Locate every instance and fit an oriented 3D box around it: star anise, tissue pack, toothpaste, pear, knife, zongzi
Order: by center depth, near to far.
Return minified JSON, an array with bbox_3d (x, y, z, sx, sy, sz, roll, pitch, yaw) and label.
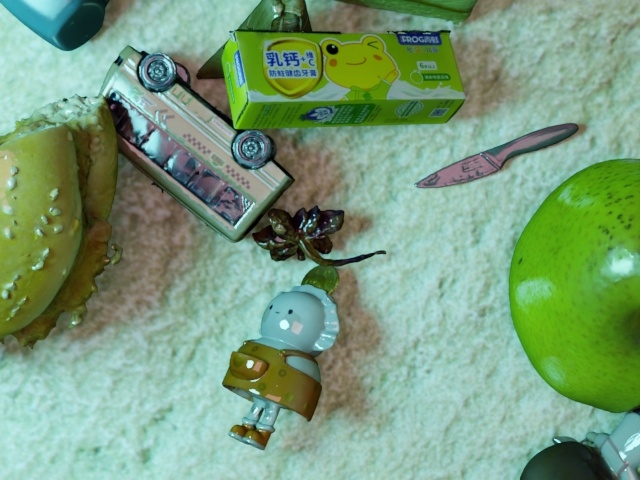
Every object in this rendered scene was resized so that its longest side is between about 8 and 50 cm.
[{"bbox_3d":[0.388,0.046,1.464,0.238,0.318,0.343,23,87,-3],"label":"pear"},{"bbox_3d":[0.034,-0.217,1.519,0.327,0.077,0.110,-4,70,-22],"label":"toothpaste"},{"bbox_3d":[-0.331,-0.421,1.535,0.206,0.198,0.287,44,91,0],"label":"tissue pack"},{"bbox_3d":[-0.099,-0.282,1.553,0.176,0.160,0.079,-7,63,2],"label":"zongzi"},{"bbox_3d":[0.000,0.000,1.580,0.190,0.070,0.097,0,129,-16],"label":"star anise"},{"bbox_3d":[0.252,-0.117,1.614,0.247,0.018,0.035,-21,91,2],"label":"knife"}]

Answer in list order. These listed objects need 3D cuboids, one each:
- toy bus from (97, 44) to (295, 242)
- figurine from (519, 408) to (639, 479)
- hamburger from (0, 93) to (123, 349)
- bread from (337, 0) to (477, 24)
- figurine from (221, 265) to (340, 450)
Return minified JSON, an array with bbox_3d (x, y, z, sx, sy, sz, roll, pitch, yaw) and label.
[{"bbox_3d":[-0.181,-0.132,1.559,0.289,0.139,0.157,39,93,-2],"label":"toy bus"},{"bbox_3d":[0.371,0.338,1.535,0.275,0.161,0.158,-29,131,3],"label":"figurine"},{"bbox_3d":[-0.435,0.017,1.467,0.445,0.268,0.287,-25,102,18],"label":"hamburger"},{"bbox_3d":[0.001,-0.361,1.521,0.361,0.233,0.245,-21,90,3],"label":"bread"},{"bbox_3d":[-0.042,0.158,1.561,0.143,0.143,0.271,35,64,1],"label":"figurine"}]
